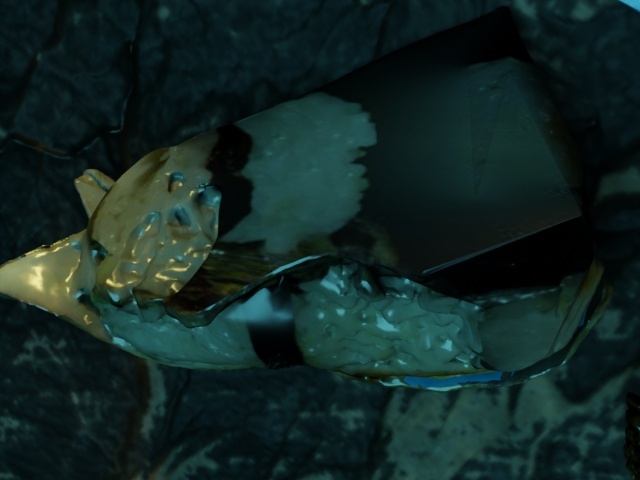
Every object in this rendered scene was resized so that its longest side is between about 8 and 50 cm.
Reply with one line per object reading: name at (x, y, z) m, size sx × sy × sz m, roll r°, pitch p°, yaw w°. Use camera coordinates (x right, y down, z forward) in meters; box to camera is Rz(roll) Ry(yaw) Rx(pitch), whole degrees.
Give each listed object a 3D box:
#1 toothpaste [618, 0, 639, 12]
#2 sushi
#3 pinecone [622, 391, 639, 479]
toothpaste at (0.198, -0.073, 0.409) m, size 0.267 × 0.065 × 0.050 m, roll 31°, pitch 115°, yaw 9°
sushi at (-0.009, 0.016, 0.504) m, size 0.273 × 0.134 × 0.109 m, roll -18°, pitch 133°, yaw 17°
pinecone at (0.170, 0.085, 0.475) m, size 0.083 × 0.077 × 0.077 m, roll -35°, pitch 94°, yaw 18°
